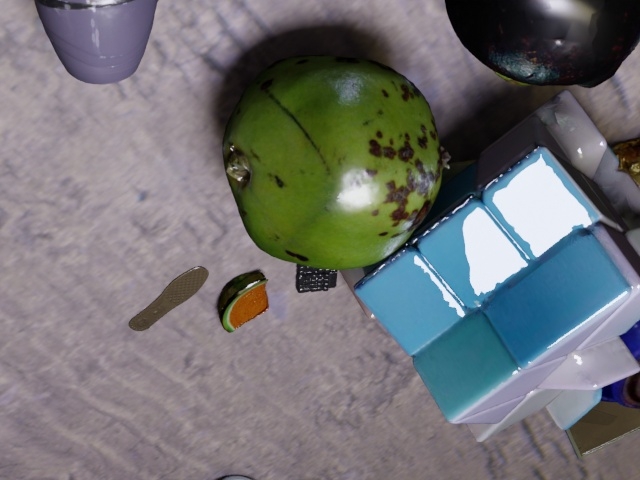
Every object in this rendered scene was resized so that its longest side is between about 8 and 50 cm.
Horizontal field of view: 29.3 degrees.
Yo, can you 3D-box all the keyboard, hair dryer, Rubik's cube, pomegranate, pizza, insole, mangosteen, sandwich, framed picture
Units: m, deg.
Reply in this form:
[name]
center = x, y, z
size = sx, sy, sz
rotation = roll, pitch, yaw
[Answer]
[keyboard]
center = 0.000, 0.000, 1.595
size = 0.060, 0.018, 0.195
rotation = -10, 137, -12
[hair dryer]
center = -0.102, -0.319, 1.161
size = 0.361, 0.121, 0.301
rotation = -16, 132, -24
[Rubik's cube]
center = 0.243, 0.031, 1.475
size = 0.387, 0.358, 0.368
rotation = -36, 158, 17
[pomegranate]
center = 0.025, -0.086, 1.341
size = 0.270, 0.254, 0.254
rotation = 2, 133, -24
[pizza]
center = 0.474, -0.100, 1.675
size = 0.194, 0.069, 0.154
rotation = 2, 134, -30
[insole]
center = -0.197, 0.077, 1.594
size = 0.135, 0.002, 0.045
rotation = -38, 138, 16
[mangosteen]
center = 0.236, -0.256, 1.285
size = 0.243, 0.243, 0.243
rotation = -14, 139, -12
[sandwich]
center = -0.104, 0.083, 1.630
size = 0.069, 0.026, 0.101
rotation = -17, 143, -14
[framed picture]
center = 0.506, 0.313, 2.181
size = 0.150, 0.015, 0.203
rotation = -28, 140, 5

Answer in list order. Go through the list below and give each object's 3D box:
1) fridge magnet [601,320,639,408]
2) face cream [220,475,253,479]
[fridge magnet]
center = 0.541, 0.176, 1.974
size = 0.265, 0.113, 0.265
rotation = -14, 137, -13
[face cream]
center = -0.173, 0.491, 1.979
size = 0.101, 0.101, 0.252
rotation = 7, 131, -32
